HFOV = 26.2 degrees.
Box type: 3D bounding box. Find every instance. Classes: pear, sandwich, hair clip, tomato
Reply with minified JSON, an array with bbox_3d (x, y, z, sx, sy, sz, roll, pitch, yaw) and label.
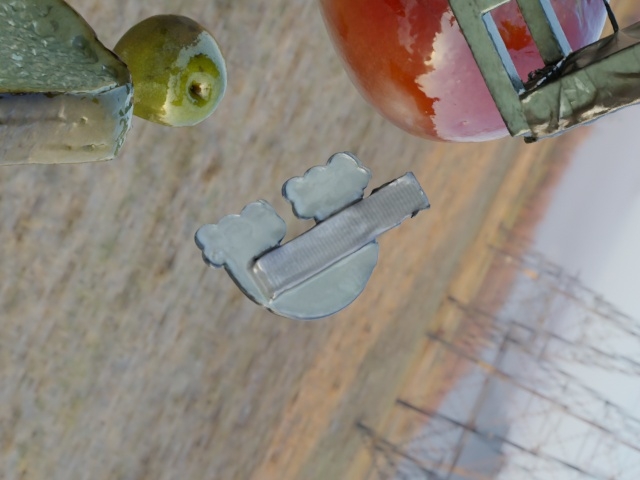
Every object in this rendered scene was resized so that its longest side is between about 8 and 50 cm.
[{"bbox_3d":[-0.168,-0.196,1.522,0.141,0.141,0.104,-53,165,-64],"label":"pear"},{"bbox_3d":[-0.278,-0.129,1.013,0.251,0.226,0.087,-9,129,-44],"label":"sandwich"},{"bbox_3d":[0.000,0.000,1.357,0.220,0.140,0.054,-30,-177,-8],"label":"hair clip"},{"bbox_3d":[0.137,-0.254,1.424,0.321,0.322,0.321,24,90,-84],"label":"tomato"}]

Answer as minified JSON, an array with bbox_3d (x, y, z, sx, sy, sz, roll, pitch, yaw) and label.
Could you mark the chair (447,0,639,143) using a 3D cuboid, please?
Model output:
[{"bbox_3d":[0.182,-0.092,0.756,0.147,0.270,0.136,-23,-171,28],"label":"chair"}]
